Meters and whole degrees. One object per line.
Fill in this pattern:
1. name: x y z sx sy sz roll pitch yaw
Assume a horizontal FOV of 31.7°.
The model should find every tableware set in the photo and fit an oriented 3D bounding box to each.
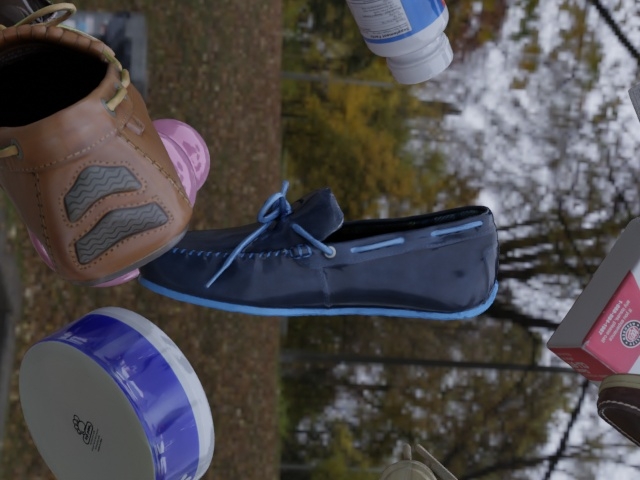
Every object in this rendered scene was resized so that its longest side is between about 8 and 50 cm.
1. tableware set: 0.167 0.385 1.619 0.128 0.194 0.039 -46 -175 20

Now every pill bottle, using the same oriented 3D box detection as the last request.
1. pill bottle: 0.102 -0.329 1.537 0.124 0.124 0.221 -96 161 -55

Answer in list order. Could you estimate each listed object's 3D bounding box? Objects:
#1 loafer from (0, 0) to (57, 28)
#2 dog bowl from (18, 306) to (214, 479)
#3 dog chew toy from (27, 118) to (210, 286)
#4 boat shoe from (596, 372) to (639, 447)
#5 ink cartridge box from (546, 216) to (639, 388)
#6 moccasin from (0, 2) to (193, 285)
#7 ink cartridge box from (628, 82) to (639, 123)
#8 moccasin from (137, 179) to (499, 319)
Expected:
1. loafer: -0.496 -0.366 1.505 0.134 0.366 0.130 -45 165 -41
2. dog bowl: -0.267 0.225 1.458 0.104 0.265 0.264 -29 137 -45
3. dog chew toy: -0.280 -0.076 1.671 0.332 0.207 0.206 -49 155 -48
4. boat shoe: 0.447 0.267 1.232 0.123 0.342 0.123 -53 163 -22
5. ink cartridge box: 0.606 0.176 1.801 0.279 0.385 0.160 -53 -175 -13
6. moccasin: -0.203 -0.099 0.802 0.147 0.139 0.380 67 -6 -28
7. ink cartridge box: 0.596 -0.203 1.697 0.056 0.225 0.181 32 39 -46
8. moccasin: 0.000 0.000 1.072 0.137 0.342 0.116 -124 -142 -67
